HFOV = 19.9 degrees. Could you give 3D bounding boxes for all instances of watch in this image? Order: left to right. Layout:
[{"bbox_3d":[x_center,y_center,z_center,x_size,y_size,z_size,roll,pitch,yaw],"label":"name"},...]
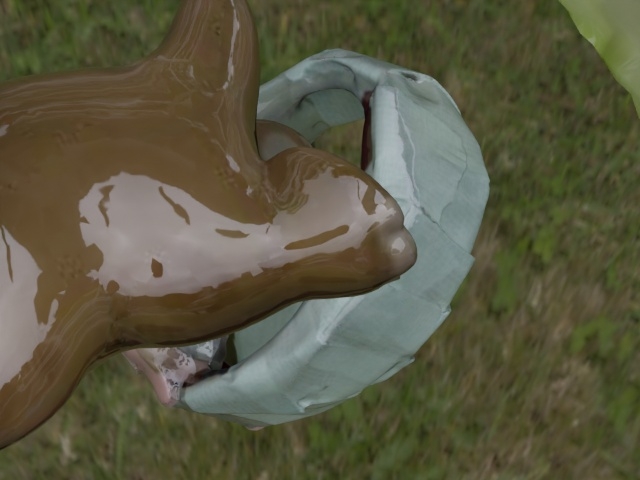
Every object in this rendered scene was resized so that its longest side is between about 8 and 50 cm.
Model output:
[{"bbox_3d":[0.000,0.000,1.253,0.241,0.162,0.253,-4,73,42],"label":"watch"}]

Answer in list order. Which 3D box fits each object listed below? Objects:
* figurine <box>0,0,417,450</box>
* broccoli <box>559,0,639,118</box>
[{"bbox_3d":[-0.117,-0.032,0.562,0.247,0.177,0.173,-21,101,-7],"label":"figurine"},{"bbox_3d":[0.185,-0.166,0.415,0.375,0.249,0.302,49,43,5],"label":"broccoli"}]
